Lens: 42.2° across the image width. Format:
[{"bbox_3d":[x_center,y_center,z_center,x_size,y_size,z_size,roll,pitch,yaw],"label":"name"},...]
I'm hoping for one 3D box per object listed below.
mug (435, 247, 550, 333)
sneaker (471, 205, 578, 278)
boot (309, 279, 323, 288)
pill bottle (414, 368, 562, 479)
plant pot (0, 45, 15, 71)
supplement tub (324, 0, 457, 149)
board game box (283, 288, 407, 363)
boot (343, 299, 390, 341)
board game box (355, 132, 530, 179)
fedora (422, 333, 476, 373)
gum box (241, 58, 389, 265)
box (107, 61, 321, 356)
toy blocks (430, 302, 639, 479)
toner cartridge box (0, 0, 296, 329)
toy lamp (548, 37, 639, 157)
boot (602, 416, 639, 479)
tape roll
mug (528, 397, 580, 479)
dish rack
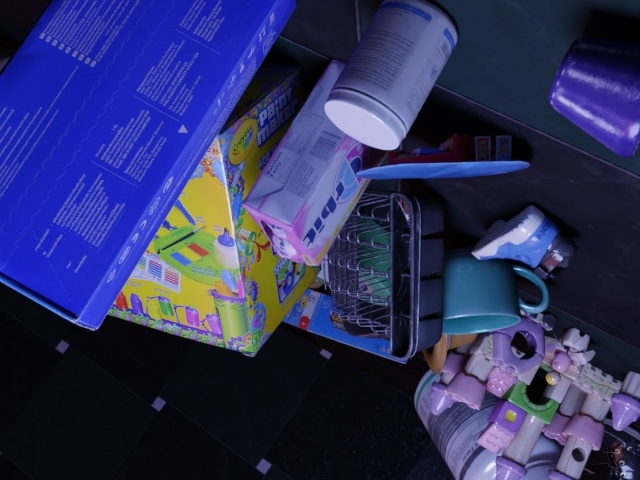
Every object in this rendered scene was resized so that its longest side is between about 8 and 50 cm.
[{"bbox_3d":[0.210,0.066,1.117,0.158,0.097,0.129,2,161,-19],"label":"mug"},{"bbox_3d":[0.237,0.013,0.956,0.085,0.058,0.152,39,161,-3],"label":"sneaker"},{"bbox_3d":[-0.131,-0.003,1.689,0.236,0.089,0.269,4,155,37],"label":"boot"},{"bbox_3d":[0.340,0.400,1.612,0.204,0.204,0.361,39,-167,-35],"label":"pill bottle"},{"bbox_3d":[-0.465,-0.144,1.418,0.281,0.323,0.323,16,166,7],"label":"plant pot"},{"bbox_3d":[0.057,-0.135,0.662,0.071,0.107,0.071,29,168,7],"label":"supplement tub"},{"bbox_3d":[0.009,0.171,1.902,0.308,0.086,0.302,24,174,-39],"label":"board game box"},{"bbox_3d":[0.191,0.151,1.558,0.263,0.091,0.229,-4,166,32],"label":"boot"},{"bbox_3d":[0.118,-0.084,0.816,0.169,0.033,0.133,-2,179,-8],"label":"board game box"},{"bbox_3d":[0.203,0.121,1.333,0.079,0.194,0.194,-6,168,-4],"label":"fedora"},{"bbox_3d":[0.003,-0.072,0.843,0.062,0.188,0.107,26,167,23],"label":"gum box"},{"bbox_3d":[-0.174,-0.056,0.958,0.290,0.177,0.279,13,128,24],"label":"box"},{"bbox_3d":[0.336,0.287,1.353,0.289,0.260,0.309,31,168,-2],"label":"toy blocks"},{"bbox_3d":[-0.173,-0.116,0.700,0.165,0.347,0.075,30,169,4],"label":"toner cartridge box"},{"bbox_3d":[0.283,-0.060,0.526,0.275,0.080,0.080,24,166,15],"label":"toy lamp"},{"bbox_3d":[0.592,0.464,1.660,0.236,0.178,0.085,32,168,-13],"label":"boot"},{"bbox_3d":[0.000,0.000,1.407,0.321,0.077,0.321,29,167,7],"label":"tape roll"},{"bbox_3d":[0.419,0.470,1.913,0.374,0.276,0.328,39,169,28],"label":"mug"},{"bbox_3d":[0.066,0.029,1.116,0.074,0.208,0.272,-5,-170,-32],"label":"dish rack"}]
